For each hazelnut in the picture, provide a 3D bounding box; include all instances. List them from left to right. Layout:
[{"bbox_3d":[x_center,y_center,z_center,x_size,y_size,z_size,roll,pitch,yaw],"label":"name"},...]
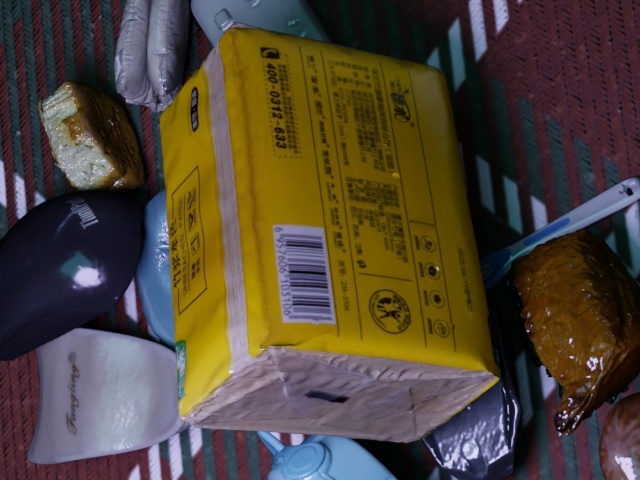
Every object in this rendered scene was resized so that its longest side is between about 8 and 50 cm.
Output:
[{"bbox_3d":[0.356,0.227,1.670,0.150,0.150,0.150,-3,82,22],"label":"hazelnut"}]

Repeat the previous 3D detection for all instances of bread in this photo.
[{"bbox_3d":[-0.283,-0.124,1.987,0.069,0.128,0.140,-26,72,22],"label":"bread"}]

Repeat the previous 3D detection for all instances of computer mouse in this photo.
[{"bbox_3d":[-0.331,0.030,1.945,0.269,0.100,0.170,-29,42,34],"label":"computer mouse"},{"bbox_3d":[0.166,0.159,1.798,0.126,0.071,0.231,-18,76,24],"label":"computer mouse"}]

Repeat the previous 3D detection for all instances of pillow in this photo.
[{"bbox_3d":[-0.201,-0.254,1.969,0.077,0.134,0.181,5,84,8],"label":"pillow"},{"bbox_3d":[-0.123,0.030,1.928,0.214,0.086,0.233,-21,78,15],"label":"pillow"}]

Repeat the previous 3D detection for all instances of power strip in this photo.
[{"bbox_3d":[-0.072,-0.205,1.950,0.193,0.059,0.265,-37,72,14],"label":"power strip"}]

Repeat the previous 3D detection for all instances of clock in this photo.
[{"bbox_3d":[0.041,0.301,1.758,0.094,0.224,0.274,-41,63,-16],"label":"clock"}]

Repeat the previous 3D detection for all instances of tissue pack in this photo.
[{"bbox_3d":[0.000,0.000,1.703,0.228,0.293,0.382,-45,44,50],"label":"tissue pack"}]

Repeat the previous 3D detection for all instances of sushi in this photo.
[{"bbox_3d":[0.277,0.104,1.693,0.140,0.149,0.287,-44,33,25],"label":"sushi"}]

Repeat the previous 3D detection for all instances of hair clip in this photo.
[{"bbox_3d":[-0.258,0.187,1.945,0.282,0.113,0.173,-1,83,23],"label":"hair clip"}]

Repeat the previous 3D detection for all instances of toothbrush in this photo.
[{"bbox_3d":[0.198,0.034,1.827,0.386,0.040,0.040,-29,73,13],"label":"toothbrush"}]
